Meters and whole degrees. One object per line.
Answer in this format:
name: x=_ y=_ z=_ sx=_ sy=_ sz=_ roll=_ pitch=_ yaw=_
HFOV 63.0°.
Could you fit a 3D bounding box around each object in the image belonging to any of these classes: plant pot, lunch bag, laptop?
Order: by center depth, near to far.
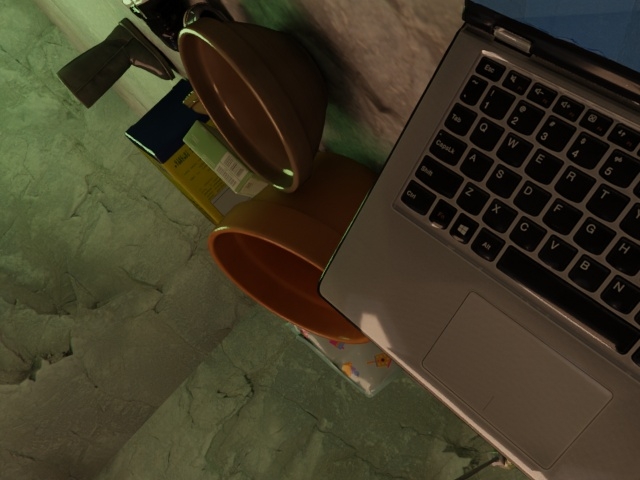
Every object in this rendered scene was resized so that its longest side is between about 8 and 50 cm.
laptop: x=0.161 y=-0.006 z=0.241 sx=0.382 sy=0.408 sz=0.236 roll=39 pitch=-157 yaw=26
plant pot: x=-0.068 y=-0.187 z=0.674 sx=0.237 sy=0.109 sz=0.237 roll=46 pitch=163 yaw=18
plant pot: x=0.000 y=0.000 z=0.824 sx=0.290 sy=0.204 sz=0.291 roll=26 pitch=155 yaw=13
lunch bag: x=0.093 y=0.135 z=0.996 sx=0.223 sy=0.262 sz=0.160 roll=43 pitch=170 yaw=-3

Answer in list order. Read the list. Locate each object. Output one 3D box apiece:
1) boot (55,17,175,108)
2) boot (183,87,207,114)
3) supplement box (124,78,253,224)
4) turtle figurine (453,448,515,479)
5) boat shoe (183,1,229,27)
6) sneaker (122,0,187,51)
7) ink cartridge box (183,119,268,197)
boot: x=-0.471 y=-0.384 z=1.211 sx=0.189 sy=0.208 sz=0.076 roll=44 pitch=171 yaw=-3
boot: x=-0.126 y=-0.199 z=0.984 sx=0.269 sy=0.089 sz=0.236 roll=43 pitch=177 yaw=-20
supplement box: x=-0.259 y=-0.179 z=1.276 sx=0.195 sy=0.194 sz=0.357 roll=33 pitch=166 yaw=44
turtle figurine: x=0.304 y=0.237 z=0.806 sx=0.266 sy=0.274 sz=0.198 roll=56 pitch=-161 yaw=-67
boat shoe: x=-0.125 y=-0.254 z=0.776 sx=0.206 sy=0.075 sz=0.065 roll=54 pitch=170 yaw=-27
sneaker: x=-0.226 y=-0.351 z=0.800 sx=0.121 sy=0.079 sz=0.217 roll=42 pitch=178 yaw=-32
ink cartridge box: x=-0.142 y=-0.151 z=1.060 sx=0.171 sy=0.056 sz=0.235 roll=43 pitch=-166 yaw=21
